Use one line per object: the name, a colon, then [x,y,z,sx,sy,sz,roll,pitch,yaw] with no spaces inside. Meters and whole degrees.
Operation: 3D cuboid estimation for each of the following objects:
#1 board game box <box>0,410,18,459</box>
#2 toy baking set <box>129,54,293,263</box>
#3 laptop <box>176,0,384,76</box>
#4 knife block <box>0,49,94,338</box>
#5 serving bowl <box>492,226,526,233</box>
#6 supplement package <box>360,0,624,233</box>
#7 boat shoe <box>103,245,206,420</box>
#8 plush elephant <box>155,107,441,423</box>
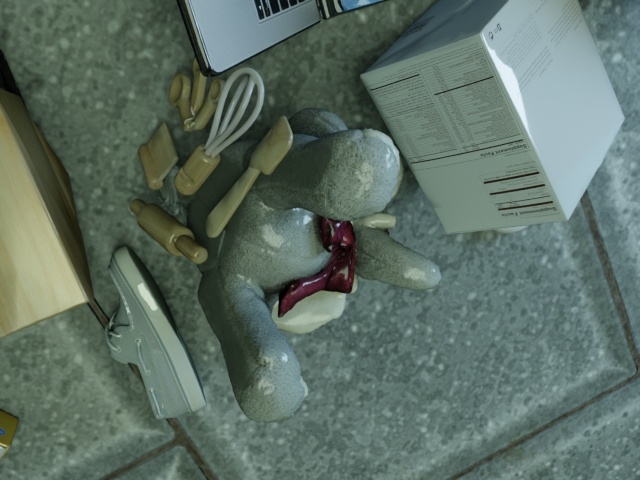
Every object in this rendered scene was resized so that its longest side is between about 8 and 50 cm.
board game box: [-0.547,0.235,0.781,0.316,0.064,0.242,35,98,-21]
toy baking set: [-0.120,-0.080,0.669,0.030,0.256,0.197,8,108,-38]
laptop: [0.025,-0.397,0.617,0.236,0.408,0.382,-6,113,25]
knife block: [-0.314,-0.083,0.640,0.088,0.276,0.242,-23,141,-4]
serving bowl: [0.242,-0.045,0.889,0.083,0.027,0.083,-4,110,-11]
supplement package: [0.185,-0.148,0.734,0.194,0.149,0.203,-49,117,-35]
boat shoe: [-0.204,0.117,0.812,0.081,0.079,0.227,-23,115,-9]
plush elephant: [0.000,0.000,0.738,0.255,0.330,0.272,7,107,-38]
